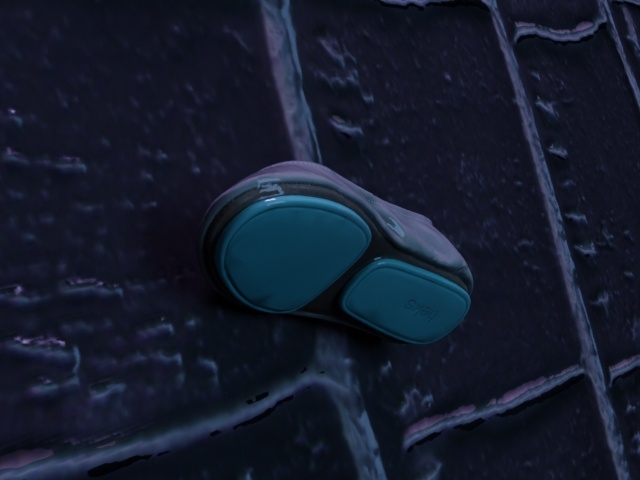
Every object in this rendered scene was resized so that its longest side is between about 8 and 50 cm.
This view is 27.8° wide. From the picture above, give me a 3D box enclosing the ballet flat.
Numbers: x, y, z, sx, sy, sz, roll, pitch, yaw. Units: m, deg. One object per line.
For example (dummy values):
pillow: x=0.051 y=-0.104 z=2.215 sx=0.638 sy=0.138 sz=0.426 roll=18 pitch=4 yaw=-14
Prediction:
ballet flat: x=0.000 y=0.000 z=0.595 sx=0.213 sy=0.072 sz=0.068 roll=26 pitch=25 yaw=-56
